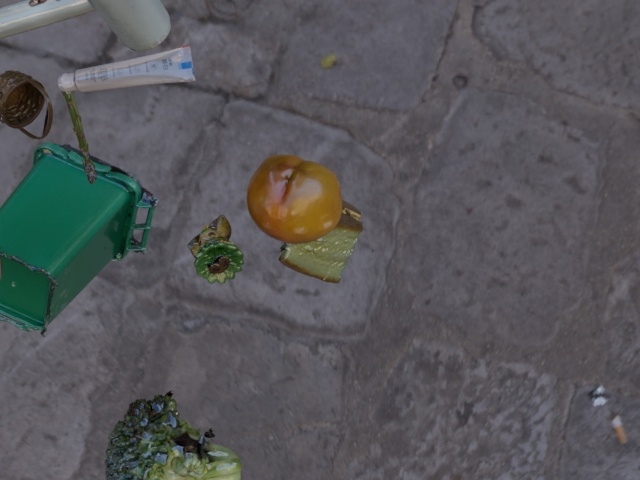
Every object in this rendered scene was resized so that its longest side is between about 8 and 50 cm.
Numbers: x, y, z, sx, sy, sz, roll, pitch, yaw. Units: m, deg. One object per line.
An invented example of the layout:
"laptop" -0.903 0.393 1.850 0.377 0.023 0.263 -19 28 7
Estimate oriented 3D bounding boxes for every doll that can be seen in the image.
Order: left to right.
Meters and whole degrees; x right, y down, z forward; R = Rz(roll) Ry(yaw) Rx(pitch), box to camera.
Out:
"doll" -0.156 0.018 1.286 0.078 0.113 0.076 -41 112 9

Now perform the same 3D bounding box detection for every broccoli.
"broccoli" -0.307 0.496 1.784 0.281 0.293 0.348 -4 70 -30

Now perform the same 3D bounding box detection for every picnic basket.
"picnic basket" -0.356 -0.162 1.014 0.083 0.072 0.072 35 71 19

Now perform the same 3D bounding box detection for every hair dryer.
"hair dryer" -0.312 -0.270 1.009 0.236 0.131 0.073 -13 57 12

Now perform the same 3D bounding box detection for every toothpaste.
"toothpaste" -0.262 -0.225 1.128 0.190 0.031 0.048 -7 97 10

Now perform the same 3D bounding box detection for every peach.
"peach" -0.039 -0.059 1.204 0.138 0.138 0.138 -2 64 3

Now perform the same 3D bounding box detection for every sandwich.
"sandwich" 0.000 0.000 1.480 0.128 0.236 0.122 26 106 -5

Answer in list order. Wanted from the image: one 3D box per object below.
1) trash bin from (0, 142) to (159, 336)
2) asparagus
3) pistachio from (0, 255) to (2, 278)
"trash bin" -0.560 0.002 1.813 0.295 0.259 0.381 24 41 0
"asparagus" -0.454 -0.205 1.580 0.024 0.025 0.248 -35 58 17
"pistachio" -0.509 0.021 1.093 0.153 0.238 0.138 19 93 12
